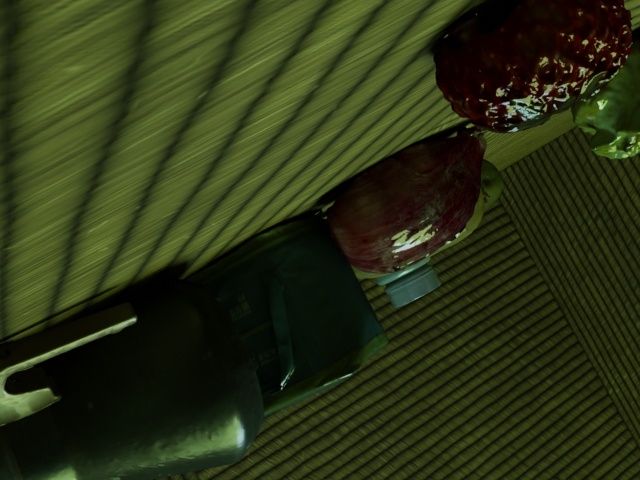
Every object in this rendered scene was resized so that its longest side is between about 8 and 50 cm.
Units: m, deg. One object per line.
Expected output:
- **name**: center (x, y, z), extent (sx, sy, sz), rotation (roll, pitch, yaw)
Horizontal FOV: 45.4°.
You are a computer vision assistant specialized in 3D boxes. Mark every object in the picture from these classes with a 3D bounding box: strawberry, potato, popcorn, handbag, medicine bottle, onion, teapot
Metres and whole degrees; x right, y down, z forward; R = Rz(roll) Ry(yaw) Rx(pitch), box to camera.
- **strawberry**: center (0.153, -0.129, 0.546), extent (0.145, 0.086, 0.145), rotation (-27, 175, -3)
- **potato**: center (0.285, -0.092, 1.597), extent (0.169, 0.143, 0.248), rotation (-38, 179, -19)
- **popcorn**: center (0.489, -0.219, 1.140), extent (0.221, 0.183, 0.204), rotation (-14, 174, 42)
- **handbag**: center (-0.058, 0.116, 1.164), extent (0.263, 0.241, 0.222), rotation (-32, 174, 29)
- **medicine bottle**: center (0.169, 0.027, 1.745), extent (0.139, 0.225, 0.139), rotation (-27, 177, -1)
- **onion**: center (0.149, -0.053, 1.085), extent (0.283, 0.120, 0.227), rotation (-40, 158, 6)
- **teapot**: center (-0.263, 0.195, 0.935), extent (0.344, 0.253, 0.300), rotation (-22, 141, -24)

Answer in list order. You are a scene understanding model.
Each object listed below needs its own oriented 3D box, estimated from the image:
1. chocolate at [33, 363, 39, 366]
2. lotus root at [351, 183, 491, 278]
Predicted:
- **chocolate**: center (-0.349, 0.186, 1.178), extent (0.157, 0.080, 0.254), rotation (-27, 176, -20)
- **lotus root**: center (0.122, -0.025, 1.296), extent (0.343, 0.151, 0.169), rotation (-24, 170, 3)
